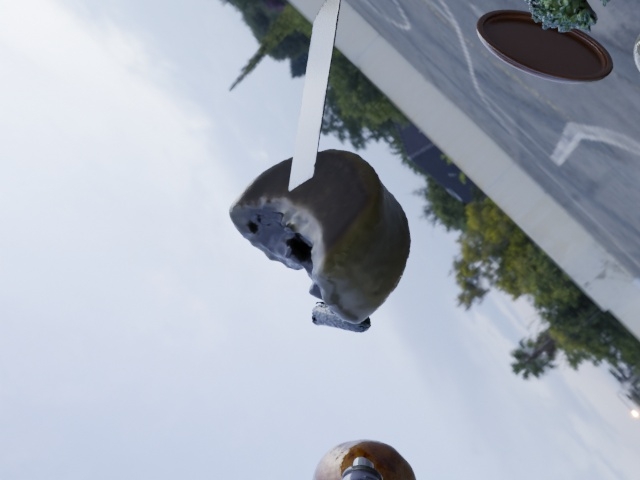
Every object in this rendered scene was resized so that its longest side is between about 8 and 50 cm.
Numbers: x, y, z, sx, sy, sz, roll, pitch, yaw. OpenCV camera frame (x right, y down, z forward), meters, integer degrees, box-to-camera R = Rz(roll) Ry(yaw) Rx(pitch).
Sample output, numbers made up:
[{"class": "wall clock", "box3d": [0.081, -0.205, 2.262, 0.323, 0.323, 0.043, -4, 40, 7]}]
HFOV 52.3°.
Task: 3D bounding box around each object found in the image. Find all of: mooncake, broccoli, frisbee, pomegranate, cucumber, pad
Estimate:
[{"class": "mooncake", "box3d": [0.000, 0.000, 1.483, 0.246, 0.393, 0.394, 46, -147, -44]}, {"class": "broccoli", "box3d": [0.324, -0.353, 0.817, 0.154, 0.160, 0.167, 46, -131, -38]}, {"class": "frisbee", "box3d": [0.397, -0.348, 1.162, 0.251, 0.021, 0.251, 8, -136, -8]}, {"class": "pomegranate", "box3d": [0.094, 0.532, 1.355, 0.248, 0.248, 0.248, 40, -165, -13]}, {"class": "cucumber", "box3d": [0.045, 0.182, 1.561, 0.067, 0.067, 0.245, 39, 163, -19]}, {"class": "pad", "box3d": [-0.010, -0.253, 1.095, 0.004, 0.330, 0.220, 9, 177, -12]}]

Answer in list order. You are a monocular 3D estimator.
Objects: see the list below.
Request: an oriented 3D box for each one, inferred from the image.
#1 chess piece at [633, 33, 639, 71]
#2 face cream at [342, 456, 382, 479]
[{"class": "chess piece", "box3d": [0.646, -0.290, 1.194, 0.261, 0.143, 0.143, 41, -167, -38]}, {"class": "face cream", "box3d": [0.060, 0.440, 1.013, 0.075, 0.075, 0.229, 40, -150, -15]}]
